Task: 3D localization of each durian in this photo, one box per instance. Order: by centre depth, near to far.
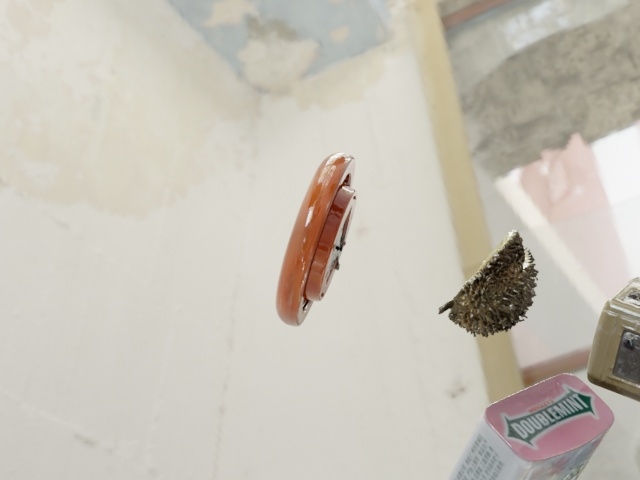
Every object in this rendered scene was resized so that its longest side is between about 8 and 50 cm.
[{"bbox_3d":[0.180,0.056,1.229,0.071,0.110,0.140,37,-131,25],"label":"durian"}]

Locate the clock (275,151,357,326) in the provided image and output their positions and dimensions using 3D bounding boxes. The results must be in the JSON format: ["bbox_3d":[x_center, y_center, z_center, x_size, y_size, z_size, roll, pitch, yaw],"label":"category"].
[{"bbox_3d":[0.000,0.000,1.363,0.205,0.051,0.205,18,-90,-83],"label":"clock"}]

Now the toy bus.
[{"bbox_3d":[0.480,0.153,1.455,0.157,0.289,0.140,-19,-55,-54],"label":"toy bus"}]

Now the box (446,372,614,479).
[{"bbox_3d":[0.239,0.355,1.605,0.190,0.370,0.112,-15,-132,-36],"label":"box"}]
